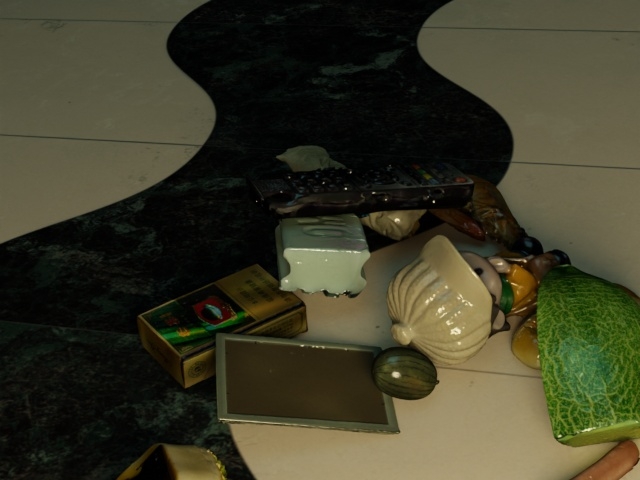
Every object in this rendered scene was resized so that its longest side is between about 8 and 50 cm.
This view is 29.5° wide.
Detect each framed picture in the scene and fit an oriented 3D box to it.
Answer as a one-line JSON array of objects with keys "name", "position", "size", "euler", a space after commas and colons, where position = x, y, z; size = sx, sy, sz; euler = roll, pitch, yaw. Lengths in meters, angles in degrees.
[{"name": "framed picture", "position": [-0.025, 0.217, 1.841], "size": [0.274, 0.017, 0.217], "euler": [6, 31, -7]}]

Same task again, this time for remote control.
[{"name": "remote control", "position": [0.074, -0.083, 2.135], "size": [0.398, 0.062, 0.144], "euler": [-4, 25, -19]}]

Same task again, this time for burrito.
[{"name": "burrito", "position": [0.065, -0.099, 2.327], "size": [0.117, 0.076, 0.392], "euler": [-16, 33, -33]}]

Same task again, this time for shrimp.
[{"name": "shrimp", "position": [0.278, -0.048, 2.205], "size": [0.152, 0.063, 0.287], "euler": [-4, 30, -17]}]

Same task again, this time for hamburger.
[{"name": "hamburger", "position": [-0.196, 0.354, 1.597], "size": [0.173, 0.116, 0.210], "euler": [-43, 25, -4]}]

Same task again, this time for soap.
[{"name": "soap", "position": [0.000, 0.000, 2.113], "size": [0.150, 0.094, 0.261], "euler": [7, 23, -8]}]

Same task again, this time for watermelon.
[{"name": "watermelon", "position": [0.128, 0.201, 1.828], "size": [0.110, 0.078, 0.078], "euler": [19, 24, -24]}]

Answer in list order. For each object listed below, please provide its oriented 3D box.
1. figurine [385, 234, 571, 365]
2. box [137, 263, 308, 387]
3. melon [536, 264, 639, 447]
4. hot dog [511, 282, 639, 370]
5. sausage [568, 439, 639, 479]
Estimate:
[{"name": "figurine", "position": [0.252, 0.095, 1.936], "size": [0.332, 0.205, 0.185], "euler": [4, 16, -45]}, {"name": "box", "position": [-0.159, 0.138, 2.000], "size": [0.240, 0.071, 0.159], "euler": [-24, 39, -27]}, {"name": "melon", "position": [0.391, 0.147, 1.760], "size": [0.196, 0.124, 0.324], "euler": [-3, 52, -8]}, {"name": "hot dog", "position": [0.407, 0.123, 1.916], "size": [0.242, 0.073, 0.084], "euler": [-22, 30, -23]}, {"name": "sausage", "position": [0.362, 0.323, 1.635], "size": [0.186, 0.043, 0.043], "euler": [-26, 37, -27]}]
